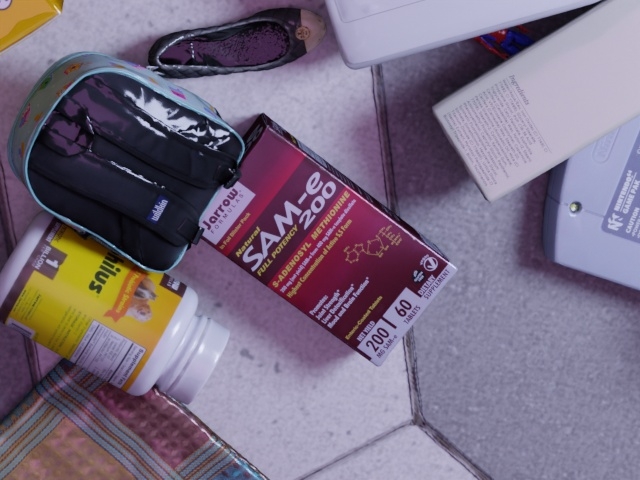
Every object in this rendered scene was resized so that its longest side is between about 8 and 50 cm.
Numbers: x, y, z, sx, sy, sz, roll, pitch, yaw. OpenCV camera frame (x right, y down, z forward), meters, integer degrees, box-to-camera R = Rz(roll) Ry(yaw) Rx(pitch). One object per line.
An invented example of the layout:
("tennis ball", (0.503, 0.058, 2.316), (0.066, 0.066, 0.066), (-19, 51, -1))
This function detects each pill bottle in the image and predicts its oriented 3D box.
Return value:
("pill bottle", (-0.198, 0.069, 1.457), (0.215, 0.117, 0.117), (30, 98, -8))

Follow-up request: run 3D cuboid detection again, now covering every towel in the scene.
("towel", (-0.260, 0.304, 1.562), (0.370, 0.040, 0.271), (-45, 107, 5))

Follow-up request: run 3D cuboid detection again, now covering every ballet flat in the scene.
("ballet flat", (-0.077, -0.181, 1.456), (0.173, 0.049, 0.057), (-13, 107, -5))

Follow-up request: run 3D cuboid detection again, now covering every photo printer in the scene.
("photo printer", (0.134, -0.313, 1.381), (0.308, 0.107, 0.256), (-15, 107, 15))

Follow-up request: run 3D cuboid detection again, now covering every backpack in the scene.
("backpack", (-0.189, -0.085, 1.410), (0.188, 0.144, 0.166), (27, 102, -37))

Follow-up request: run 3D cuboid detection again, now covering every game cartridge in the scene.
("game cartridge", (0.341, -0.096, 1.538), (0.196, 0.060, 0.294), (17, 101, -16))

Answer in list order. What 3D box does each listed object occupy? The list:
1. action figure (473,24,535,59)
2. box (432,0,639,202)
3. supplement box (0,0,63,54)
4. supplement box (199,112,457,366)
("action figure", (0.187, -0.195, 1.503), (0.115, 0.030, 0.038), (28, 104, -12))
("box", (0.247, -0.152, 1.444), (0.275, 0.094, 0.113), (-30, 93, 9))
("supplement box", (-0.395, -0.300, 1.304), (0.195, 0.194, 0.356), (-32, 107, 1))
("supplement box", (0.000, 0.000, 1.503), (0.239, 0.073, 0.130), (36, 97, -14))
